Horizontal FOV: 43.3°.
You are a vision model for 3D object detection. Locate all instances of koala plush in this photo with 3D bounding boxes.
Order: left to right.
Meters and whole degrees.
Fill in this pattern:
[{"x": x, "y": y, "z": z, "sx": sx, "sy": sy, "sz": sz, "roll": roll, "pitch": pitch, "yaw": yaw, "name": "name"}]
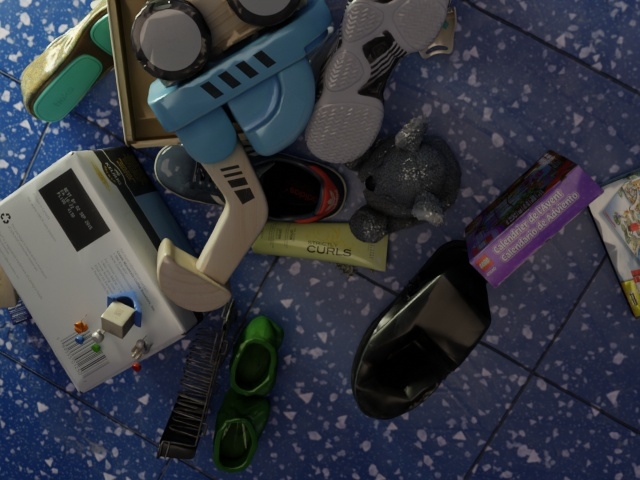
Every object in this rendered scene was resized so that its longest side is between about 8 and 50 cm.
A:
[{"x": 0.143, "y": -0.106, "z": 1.289, "sx": 0.203, "sy": 0.221, "sz": 0.196, "roll": -10, "pitch": 88, "yaw": -3, "name": "koala plush"}]

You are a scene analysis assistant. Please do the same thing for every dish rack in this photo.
[{"x": -0.212, "y": 0.236, "z": 1.436, "sx": 0.074, "sy": 0.208, "sz": 0.272, "roll": 15, "pitch": 101, "yaw": -5, "name": "dish rack"}]

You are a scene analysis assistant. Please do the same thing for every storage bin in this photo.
[{"x": -0.201, "y": -0.288, "z": 1.332, "sx": 0.262, "sy": 0.123, "sz": 0.260, "roll": -6, "pitch": 108, "yaw": -9, "name": "storage bin"}]

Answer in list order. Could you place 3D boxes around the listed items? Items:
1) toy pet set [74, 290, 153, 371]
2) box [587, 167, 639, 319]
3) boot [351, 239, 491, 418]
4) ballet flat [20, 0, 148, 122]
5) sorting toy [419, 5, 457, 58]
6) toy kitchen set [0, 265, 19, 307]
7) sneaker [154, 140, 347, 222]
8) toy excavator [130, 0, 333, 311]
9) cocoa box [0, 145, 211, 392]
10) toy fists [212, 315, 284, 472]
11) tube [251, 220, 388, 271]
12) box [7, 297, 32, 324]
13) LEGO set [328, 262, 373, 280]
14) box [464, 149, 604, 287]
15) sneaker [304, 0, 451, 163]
[{"x": -0.322, "y": 0.133, "z": 1.284, "sx": 0.122, "sy": 0.065, "sz": 0.114, "roll": 24, "pitch": 138, "yaw": 8, "name": "toy pet set"}, {"x": 0.554, "y": -0.005, "z": 1.339, "sx": 0.159, "sy": 0.044, "sz": 0.233, "roll": -23, "pitch": 94, "yaw": 13, "name": "box"}, {"x": 0.133, "y": 0.184, "z": 1.237, "sx": 0.146, "sy": 0.445, "sz": 0.367, "roll": 28, "pitch": 103, "yaw": 4, "name": "boot"}, {"x": -0.397, "y": -0.353, "z": 1.424, "sx": 0.348, "sy": 0.123, "sz": 0.123, "roll": -38, "pitch": 91, "yaw": 11, "name": "ballet flat"}, {"x": 0.190, "y": -0.346, "z": 1.352, "sx": 0.083, "sy": 0.045, "sz": 0.075, "roll": -9, "pitch": 105, "yaw": 11, "name": "sorting toy"}, {"x": -0.681, "y": 0.054, "z": 1.532, "sx": 0.207, "sy": 0.166, "sz": 0.122, "roll": -5, "pitch": 105, "yaw": -12, "name": "toy kitchen set"}, {"x": -0.132, "y": -0.108, "z": 1.390, "sx": 0.350, "sy": 0.148, "sz": 0.131, "roll": 8, "pitch": 100, "yaw": 9, "name": "sneaker"}, {"x": -0.134, "y": -0.158, "z": 1.207, "sx": 0.433, "sy": 0.222, "sz": 0.445, "roll": -31, "pitch": 111, "yaw": 1, "name": "toy excavator"}, {"x": -0.373, "y": 0.039, "z": 1.414, "sx": 0.231, "sy": 0.228, "sz": 0.347, "roll": -30, "pitch": 94, "yaw": 13, "name": "cocoa box"}, {"x": -0.129, "y": 0.274, "z": 1.457, "sx": 0.096, "sy": 0.142, "sz": 0.279, "roll": 11, "pitch": 101, "yaw": -9, "name": "toy fists"}, {"x": 0.000, "y": 0.000, "z": 1.430, "sx": 0.240, "sy": 0.062, "sz": 0.070, "roll": 5, "pitch": 114, "yaw": 7, "name": "tube"}, {"x": -0.568, "y": 0.035, "z": 1.546, "sx": 0.136, "sy": 0.036, "sz": 0.225, "roll": -19, "pitch": 96, "yaw": 12, "name": "box"}, {"x": 0.055, "y": 0.043, "z": 1.445, "sx": 0.083, "sy": 0.023, "sz": 0.054, "roll": -14, "pitch": 96, "yaw": 12, "name": "LEGO set"}, {"x": 0.316, "y": -0.043, "z": 1.247, "sx": 0.057, "sy": 0.293, "sz": 0.201, "roll": 45, "pitch": 103, "yaw": -1, "name": "box"}, {"x": 0.069, "y": -0.313, "z": 1.224, "sx": 0.137, "sy": 0.210, "sz": 0.366, "roll": 17, "pitch": 119, "yaw": -18, "name": "sneaker"}]
